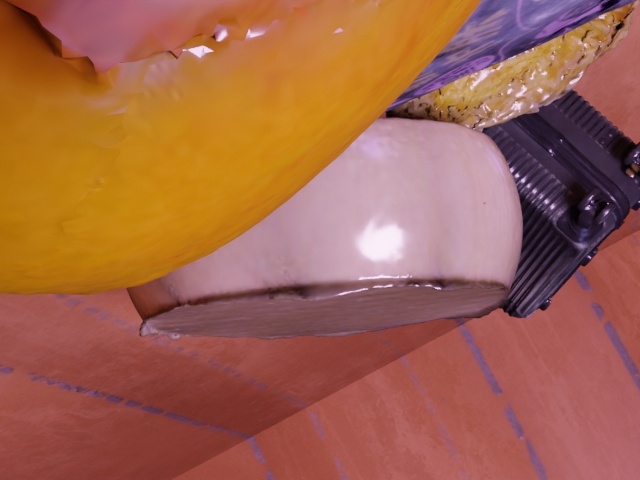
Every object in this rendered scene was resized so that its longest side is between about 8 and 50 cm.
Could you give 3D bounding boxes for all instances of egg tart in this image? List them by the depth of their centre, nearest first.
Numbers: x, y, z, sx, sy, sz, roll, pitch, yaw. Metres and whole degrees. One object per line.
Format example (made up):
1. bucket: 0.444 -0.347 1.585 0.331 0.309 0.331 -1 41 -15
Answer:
1. egg tart: 0.145 -0.177 1.160 0.252 0.098 0.232 -37 157 18

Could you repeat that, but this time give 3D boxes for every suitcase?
1. suitcase: 0.199 -0.051 1.452 0.128 0.202 0.312 -44 172 -18

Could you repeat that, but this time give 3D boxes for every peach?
1. peach: -0.094 -0.129 0.457 0.373 0.373 0.289 14 93 -68

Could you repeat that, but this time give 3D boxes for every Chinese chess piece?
1. Chinese chess piece: 0.000 0.000 1.211 0.338 0.140 0.338 -4 171 -1

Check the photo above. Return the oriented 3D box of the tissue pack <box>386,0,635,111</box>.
1. tissue pack: 0.040 -0.158 0.922 0.361 0.122 0.259 -23 169 5
